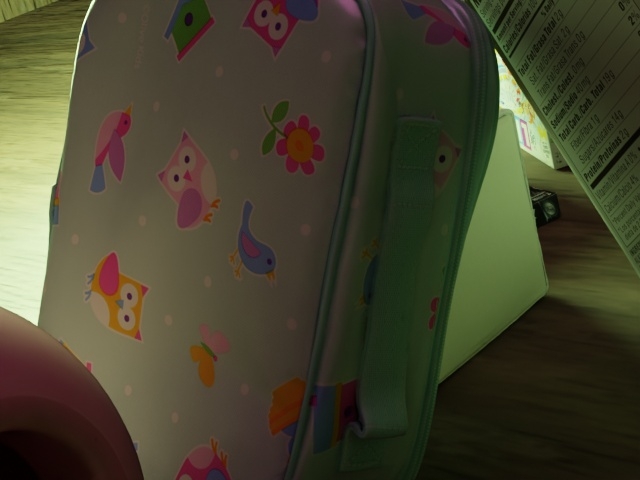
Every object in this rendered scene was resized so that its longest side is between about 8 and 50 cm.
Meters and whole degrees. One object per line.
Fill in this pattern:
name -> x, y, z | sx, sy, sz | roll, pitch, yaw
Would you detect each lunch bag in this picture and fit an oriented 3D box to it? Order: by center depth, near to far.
lunch bag -> -0.029, 0.001, 0.699 | 0.224, 0.279, 0.108 | 18, 12, 41

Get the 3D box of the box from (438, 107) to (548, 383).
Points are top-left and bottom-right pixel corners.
box -> 0.000, 0.000, 0.892 | 0.232, 0.126, 0.149 | 4, 27, 42

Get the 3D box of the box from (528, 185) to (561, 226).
box -> 0.117, -0.016, 1.010 | 0.083, 0.018, 0.067 | -24, 21, -24

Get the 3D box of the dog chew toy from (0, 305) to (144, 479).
dog chew toy -> -0.231, 0.130, 0.619 | 0.332, 0.206, 0.207 | -9, 19, 40

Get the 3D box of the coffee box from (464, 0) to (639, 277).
coffee box -> 0.212, -0.050, 0.611 | 0.168, 0.297, 0.119 | -23, -17, -21

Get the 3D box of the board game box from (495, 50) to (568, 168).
board game box -> 0.163, -0.126, 1.150 | 0.026, 0.103, 0.154 | -18, 19, -7
